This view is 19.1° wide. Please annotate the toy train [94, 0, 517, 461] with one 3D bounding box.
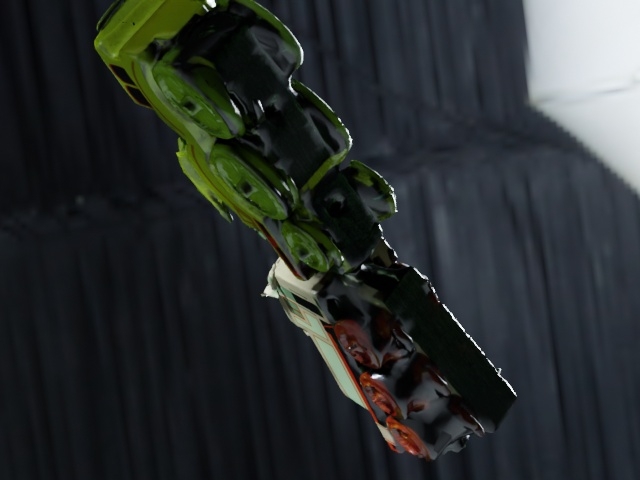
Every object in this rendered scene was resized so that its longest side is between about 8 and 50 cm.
[{"bbox_3d":[0.000,0.000,0.764,0.053,0.249,0.085,-47,39,-18],"label":"toy train"}]
